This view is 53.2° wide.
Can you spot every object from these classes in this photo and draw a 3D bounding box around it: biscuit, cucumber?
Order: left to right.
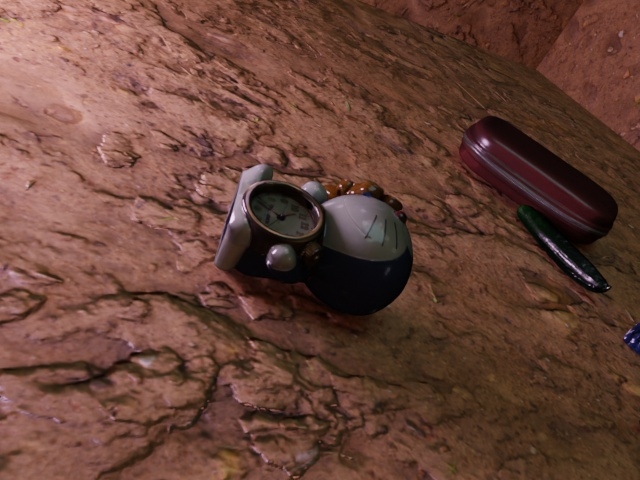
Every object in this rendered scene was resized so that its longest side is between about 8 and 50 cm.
[{"bbox_3d":[0.055,-0.043,0.925,0.124,0.175,0.026,32,74,-9],"label":"biscuit"},{"bbox_3d":[0.488,0.014,1.314,0.056,0.056,0.284,9,34,-34],"label":"cucumber"}]

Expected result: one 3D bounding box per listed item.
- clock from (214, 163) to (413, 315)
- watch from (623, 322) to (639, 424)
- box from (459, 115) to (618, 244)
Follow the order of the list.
[{"bbox_3d":[0.000,0.000,0.802,0.243,0.147,0.200,18,37,-14],"label":"clock"},{"bbox_3d":[0.631,0.284,1.038,0.274,0.068,0.276,30,30,7],"label":"watch"},{"bbox_3d":[0.512,-0.147,1.514,0.403,0.108,0.263,38,30,12],"label":"box"}]
